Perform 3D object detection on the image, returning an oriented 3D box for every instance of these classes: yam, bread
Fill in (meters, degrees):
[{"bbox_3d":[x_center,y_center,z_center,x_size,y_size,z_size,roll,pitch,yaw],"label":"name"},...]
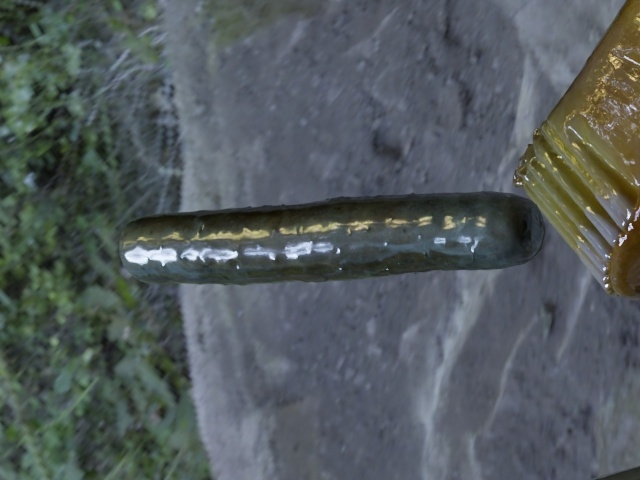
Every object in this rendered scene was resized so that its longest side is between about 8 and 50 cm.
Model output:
[{"bbox_3d":[0.000,0.000,0.401,0.116,0.021,0.021,-2,108,33],"label":"yam"},{"bbox_3d":[0.273,-0.088,1.125,0.156,0.204,0.288,49,114,25],"label":"bread"}]

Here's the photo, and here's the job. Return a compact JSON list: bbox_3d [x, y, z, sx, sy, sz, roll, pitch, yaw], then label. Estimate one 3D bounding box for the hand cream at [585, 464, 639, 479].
[{"bbox_3d":[0.116,0.128,0.681,0.059,0.276,0.095,40,127,41],"label":"hand cream"}]
